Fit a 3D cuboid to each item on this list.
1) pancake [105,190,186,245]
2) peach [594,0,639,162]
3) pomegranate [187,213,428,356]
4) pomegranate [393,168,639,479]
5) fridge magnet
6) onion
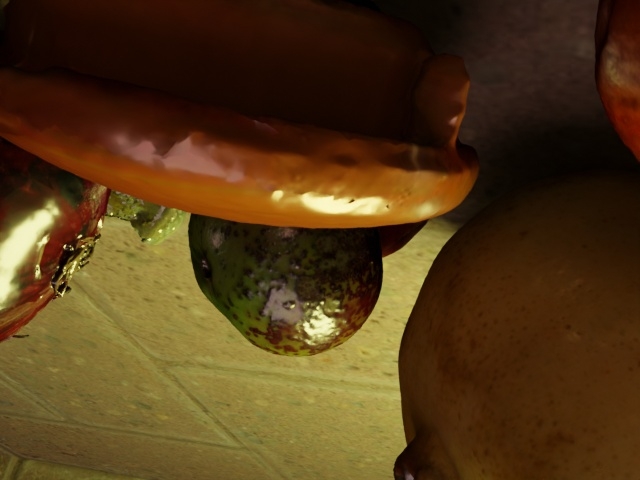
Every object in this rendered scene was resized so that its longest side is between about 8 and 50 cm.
[{"bbox_3d":[-0.250,-0.076,0.831,0.253,0.037,0.253,-1,131,-1],"label":"pancake"},{"bbox_3d":[0.293,-0.097,0.443,0.281,0.238,0.281,-3,-172,0],"label":"peach"},{"bbox_3d":[0.000,0.000,0.809,0.248,0.214,0.214,-13,157,-18],"label":"pomegranate"},{"bbox_3d":[0.238,0.142,0.702,0.417,0.416,0.416,11,151,6],"label":"pomegranate"},{"bbox_3d":[-0.067,-0.103,0.557,0.363,0.155,0.363,13,-167,-3],"label":"fridge magnet"},{"bbox_3d":[-0.298,-0.033,0.698,0.281,0.221,0.281,1,119,2],"label":"onion"}]
